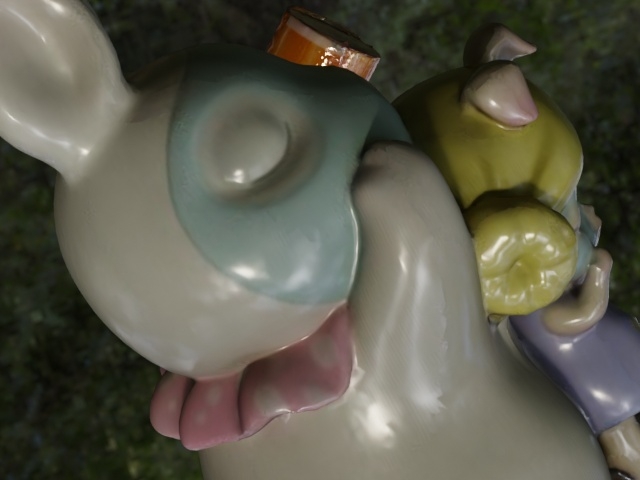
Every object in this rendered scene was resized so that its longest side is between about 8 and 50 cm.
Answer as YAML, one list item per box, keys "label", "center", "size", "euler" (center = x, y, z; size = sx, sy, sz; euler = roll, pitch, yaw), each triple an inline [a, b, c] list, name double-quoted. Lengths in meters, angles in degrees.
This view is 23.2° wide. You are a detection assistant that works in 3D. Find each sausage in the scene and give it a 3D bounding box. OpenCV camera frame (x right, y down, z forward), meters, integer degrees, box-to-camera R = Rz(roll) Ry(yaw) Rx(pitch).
- label: "sausage"
  center: [-0.041, -0.036, 1.033]
  size: [0.234, 0.071, 0.071]
  euler: [-63, 174, 15]

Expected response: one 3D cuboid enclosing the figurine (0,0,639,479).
- label: "figurine"
  center: [0.000, 0.000, 0.442]
  size: [0.155, 0.236, 0.127]
  euler: [-24, -160, 10]
